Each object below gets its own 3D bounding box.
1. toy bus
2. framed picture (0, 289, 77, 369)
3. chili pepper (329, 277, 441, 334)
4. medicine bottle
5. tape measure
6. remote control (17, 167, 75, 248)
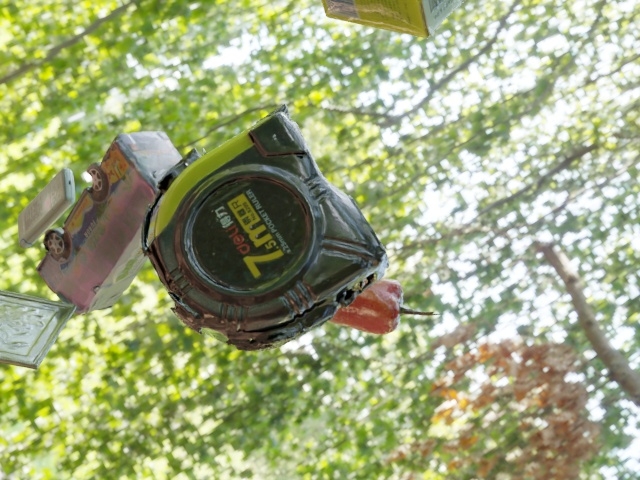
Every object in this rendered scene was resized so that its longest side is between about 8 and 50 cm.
[{"bbox_3d":[-0.311,-0.018,1.300,0.138,0.112,0.317,52,-53,18],"label":"toy bus"},{"bbox_3d":[-0.471,0.108,1.180,0.173,0.231,0.010,-86,-172,-65],"label":"framed picture"},{"bbox_3d":[0.088,0.099,1.306,0.192,0.084,0.086,7,-18,15],"label":"chili pepper"},{"bbox_3d":[0.120,-0.469,1.534,0.250,0.137,0.141,23,-33,35],"label":"medicine bottle"},{"bbox_3d":[-0.059,0.000,0.764,0.199,0.186,0.112,55,-11,19],"label":"tape measure"},{"bbox_3d":[-0.335,-0.038,1.050,0.124,0.018,0.053,-37,-126,35],"label":"remote control"}]
